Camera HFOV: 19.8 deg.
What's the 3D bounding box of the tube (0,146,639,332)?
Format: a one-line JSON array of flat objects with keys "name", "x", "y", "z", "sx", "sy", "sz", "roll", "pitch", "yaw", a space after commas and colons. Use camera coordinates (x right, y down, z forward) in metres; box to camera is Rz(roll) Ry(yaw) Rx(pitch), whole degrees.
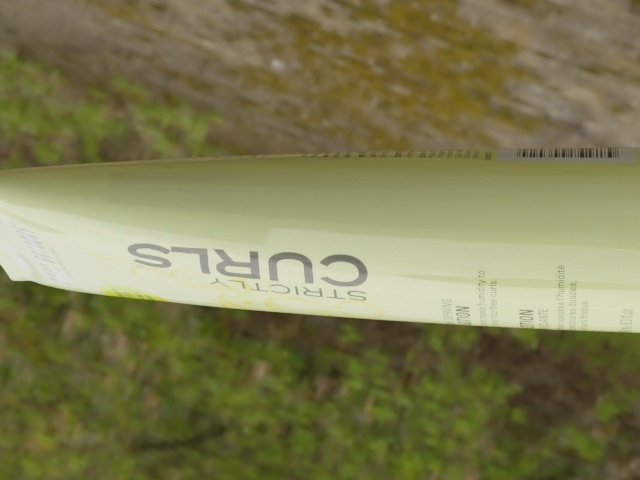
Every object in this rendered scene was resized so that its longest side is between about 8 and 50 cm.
[{"name": "tube", "x": 0.000, "y": 0.000, "z": 0.608, "sx": 0.240, "sy": 0.070, "sz": 0.062, "roll": 2, "pitch": -153, "yaw": 7}]
